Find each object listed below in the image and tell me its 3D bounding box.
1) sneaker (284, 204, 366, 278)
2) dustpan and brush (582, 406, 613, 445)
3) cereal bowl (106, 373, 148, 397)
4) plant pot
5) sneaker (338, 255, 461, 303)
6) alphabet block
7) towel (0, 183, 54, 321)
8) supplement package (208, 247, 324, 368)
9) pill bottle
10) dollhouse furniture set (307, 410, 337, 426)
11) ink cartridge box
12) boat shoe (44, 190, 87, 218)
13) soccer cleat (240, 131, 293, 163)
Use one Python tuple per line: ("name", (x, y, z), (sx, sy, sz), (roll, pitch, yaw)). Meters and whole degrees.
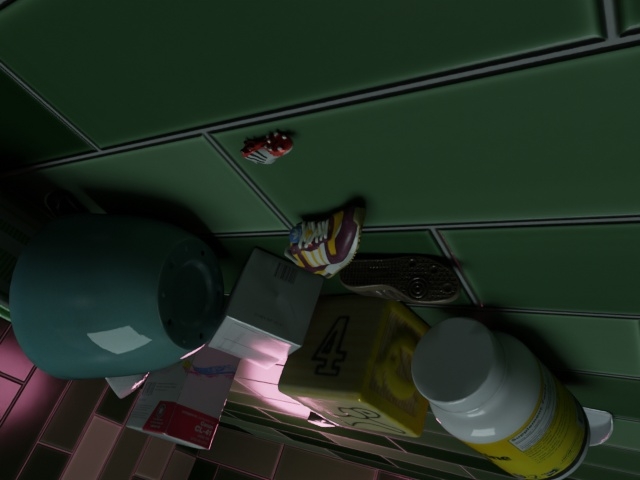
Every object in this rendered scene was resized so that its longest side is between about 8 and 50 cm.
("sneaker", (0.000, 0.000, 0.702), (0.083, 0.070, 0.185), (19, 151, -8))
("dustpan and brush", (0.543, 0.418, 1.090), (0.147, 0.060, 0.211), (2, 147, 30))
("cereal bowl", (-0.535, 0.225, 1.301), (0.339, 0.141, 0.339), (45, 153, 31))
("plant pot", (-0.309, 0.090, 0.856), (0.235, 0.293, 0.293), (-3, 145, 21))
("sneaker", (0.123, 0.059, 0.752), (0.188, 0.066, 0.071), (7, 166, 33))
("alphabet block", (0.074, 0.223, 0.916), (0.197, 0.193, 0.192), (-9, 142, 43))
("towel", (-0.560, 0.006, 0.887), (0.248, 0.038, 0.325), (45, -172, -37))
("supplement package", (-0.110, 0.137, 0.945), (0.139, 0.134, 0.244), (24, 152, -10))
("pill bottle", (0.300, 0.267, 0.849), (0.188, 0.188, 0.334), (-11, 139, 44))
("dollhouse furniture set", (0.057, 0.333, 1.128), (0.129, 0.184, 0.129), (28, 151, -14))
("ink cartridge box", (-0.319, 0.331, 1.243), (0.131, 0.306, 0.226), (36, 148, -28))
("boat shoe", (-0.463, -0.040, 0.957), (0.042, 0.049, 0.133), (16, 148, 25))
("soccer cleat", (-0.059, -0.106, 0.600), (0.083, 0.029, 0.035), (0, 155, 39))
